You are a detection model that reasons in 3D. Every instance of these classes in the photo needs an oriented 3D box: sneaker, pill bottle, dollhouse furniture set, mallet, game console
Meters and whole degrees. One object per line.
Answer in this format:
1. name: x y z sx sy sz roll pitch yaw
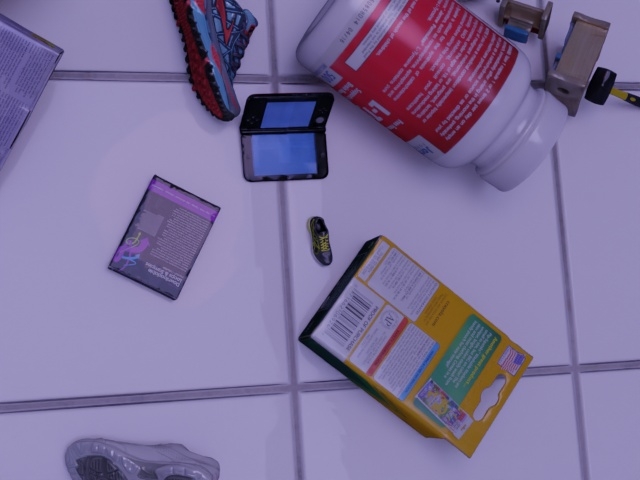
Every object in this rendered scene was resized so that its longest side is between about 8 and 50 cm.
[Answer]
1. sneaker: -0.149 -0.319 1.710 0.125 0.104 0.262 -13 86 -21
2. sneaker: -0.255 0.335 1.592 0.232 0.115 0.090 13 102 8
3. pill bottle: 0.182 -0.264 1.737 0.408 0.229 0.229 35 73 -9
4. dollhouse furniture set: 0.381 -0.321 1.880 0.184 0.129 0.129 22 75 12
5. sneaker: 0.000 0.000 1.743 0.031 0.035 0.083 -18 88 -18
6. mallet: 0.532 -0.263 1.908 0.190 0.039 0.062 0 113 -42
7. game console: -0.049 -0.165 1.729 0.144 0.124 0.085 -4 57 -18

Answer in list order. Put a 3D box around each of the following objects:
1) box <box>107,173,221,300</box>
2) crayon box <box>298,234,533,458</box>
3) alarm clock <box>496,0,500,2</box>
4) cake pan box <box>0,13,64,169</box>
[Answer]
1. box: -0.240 -0.004 1.673 0.116 0.029 0.162 28 74 -11
2. crayon box: 0.153 0.172 1.740 0.323 0.083 0.203 39 73 -8
3. alarm clock: 0.236 -0.487 1.865 0.192 0.064 0.129 21 65 5
4. cake pan box: -0.533 -0.214 1.544 0.246 0.070 0.267 28 98 -12
